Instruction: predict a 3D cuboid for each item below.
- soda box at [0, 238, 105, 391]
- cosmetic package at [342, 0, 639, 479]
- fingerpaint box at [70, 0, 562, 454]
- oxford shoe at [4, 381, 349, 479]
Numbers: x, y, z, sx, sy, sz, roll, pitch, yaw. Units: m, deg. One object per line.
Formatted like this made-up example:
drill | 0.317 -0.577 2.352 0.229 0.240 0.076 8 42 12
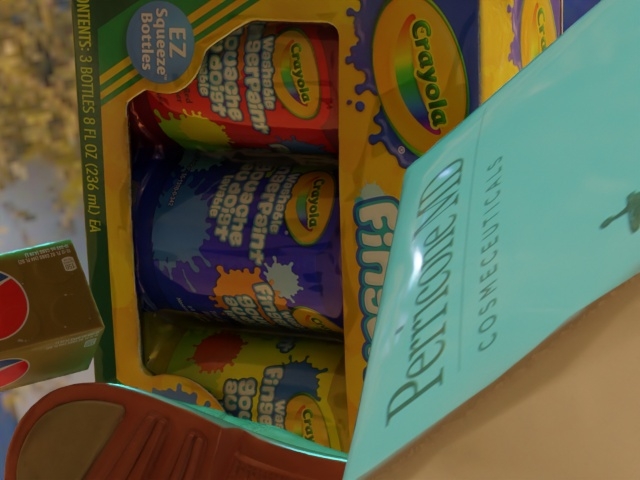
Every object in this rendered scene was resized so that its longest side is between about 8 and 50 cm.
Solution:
soda box | -0.218 0.056 1.079 0.061 0.181 0.058 66 -26 21
cosmetic package | 0.269 0.018 0.768 0.327 0.393 0.329 44 21 -12
fingerpaint box | 0.000 0.000 1.549 0.163 0.371 0.445 -22 114 -58
oxford shoe | 0.023 0.181 1.096 0.140 0.397 0.146 -64 166 2
